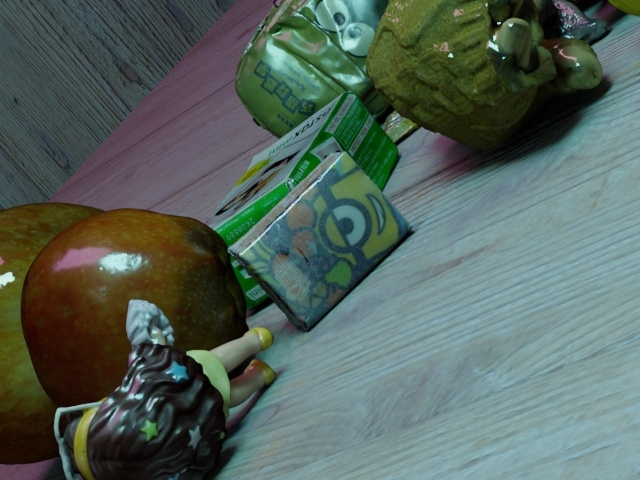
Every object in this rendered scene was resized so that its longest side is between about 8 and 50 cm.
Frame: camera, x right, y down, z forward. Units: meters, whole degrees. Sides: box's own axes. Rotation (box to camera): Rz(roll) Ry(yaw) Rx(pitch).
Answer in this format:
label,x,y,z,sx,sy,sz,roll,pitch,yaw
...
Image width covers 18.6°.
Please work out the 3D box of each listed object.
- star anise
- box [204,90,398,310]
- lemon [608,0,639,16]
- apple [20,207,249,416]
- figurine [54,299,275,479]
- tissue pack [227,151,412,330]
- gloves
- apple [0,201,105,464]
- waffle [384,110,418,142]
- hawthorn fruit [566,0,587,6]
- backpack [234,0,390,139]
label,x,y,z,sx,sy,sz,roll,pitch,yaw
star anise,0.190,-0.238,2.051,0.208,0.172,0.063,-162,93,-76
box,-0.027,-0.043,2.139,0.180,0.103,0.250,-33,16,30
lemon,0.318,-0.288,1.766,0.193,0.180,0.180,14,51,39
apple,-0.174,0.075,1.920,0.230,0.230,0.230,-39,13,11
figurine,-0.131,0.148,1.752,0.116,0.174,0.240,3,23,28
tissue pack,0.000,0.000,1.903,0.148,0.108,0.060,-44,15,-7
gloves,0.148,-0.171,1.896,0.155,0.203,0.356,-63,6,-12
apple,-0.296,0.091,2.114,0.250,0.277,0.309,-17,34,28
waffle,0.129,-0.163,2.265,0.135,0.021,0.092,-38,12,19
hawthorn fruit,0.224,-0.404,2.145,0.265,0.307,0.265,-46,10,10
backpack,0.017,-0.228,2.414,0.253,0.207,0.140,-50,-10,2
